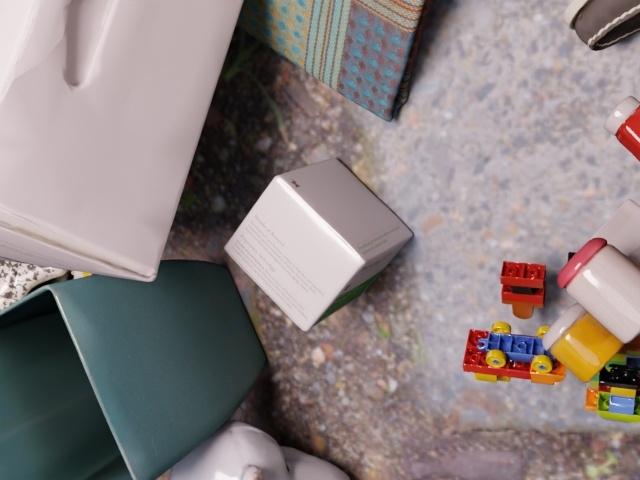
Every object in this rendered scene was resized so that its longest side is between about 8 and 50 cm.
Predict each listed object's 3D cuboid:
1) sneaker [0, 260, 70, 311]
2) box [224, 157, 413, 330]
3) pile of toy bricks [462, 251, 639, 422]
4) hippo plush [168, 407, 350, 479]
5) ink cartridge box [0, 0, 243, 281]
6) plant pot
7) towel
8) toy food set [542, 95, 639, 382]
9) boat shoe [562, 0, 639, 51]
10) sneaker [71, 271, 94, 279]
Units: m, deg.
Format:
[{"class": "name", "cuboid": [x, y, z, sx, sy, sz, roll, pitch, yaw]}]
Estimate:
[{"class": "sneaker", "cuboid": [-0.332, 0.158, 0.941, 0.182, 0.158, 0.411, 14, 111, 18]}, {"class": "box", "cuboid": [0.000, 0.000, 0.724, 0.102, 0.101, 0.087, 44, 119, 12]}, {"class": "pile of toy bricks", "cuboid": [0.217, 0.089, 0.633, 0.212, 0.118, 0.105, 6, 140, 18]}, {"class": "hippo plush", "cuboid": [-0.103, 0.269, 0.801, 0.237, 0.294, 0.234, -65, 22, 0]}, {"class": "ink cartridge box", "cuboid": [-0.272, -0.136, 0.715, 0.394, 0.166, 0.286, 5, 75, 40]}, {"class": "plant pot", "cuboid": [-0.165, 0.112, 0.770, 0.165, 0.234, 0.166, -24, 88, 33]}, {"class": "towel", "cuboid": [-0.062, -0.282, 0.673, 0.370, 0.040, 0.271, 35, 145, 17]}, {"class": "toy food set", "cuboid": [0.205, -0.030, 0.547, 0.104, 0.111, 0.232, 44, 93, 16]}, {"class": "boat shoe", "cuboid": [0.261, -0.176, 0.538, 0.227, 0.081, 0.069, -30, 82, 30]}, {"class": "sneaker", "cuboid": [-0.208, -0.037, 0.865, 0.083, 0.069, 0.186, -2, 107, 22]}]
